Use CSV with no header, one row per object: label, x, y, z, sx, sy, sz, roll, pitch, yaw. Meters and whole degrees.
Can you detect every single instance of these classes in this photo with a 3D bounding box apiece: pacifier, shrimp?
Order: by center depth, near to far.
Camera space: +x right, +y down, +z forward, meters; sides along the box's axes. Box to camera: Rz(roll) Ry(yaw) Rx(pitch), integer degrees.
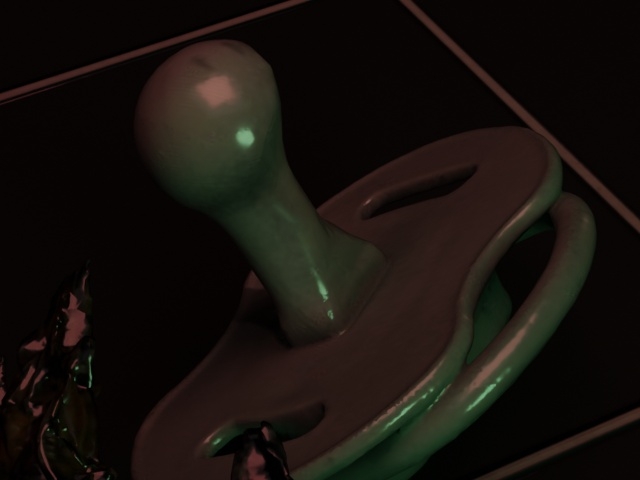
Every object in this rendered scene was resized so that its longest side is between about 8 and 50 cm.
shrimp,-0.090,0.164,0.991,0.233,0.071,0.365,-19,57,26
pacifier,0.000,0.000,1.114,0.288,0.269,0.343,-17,30,38
